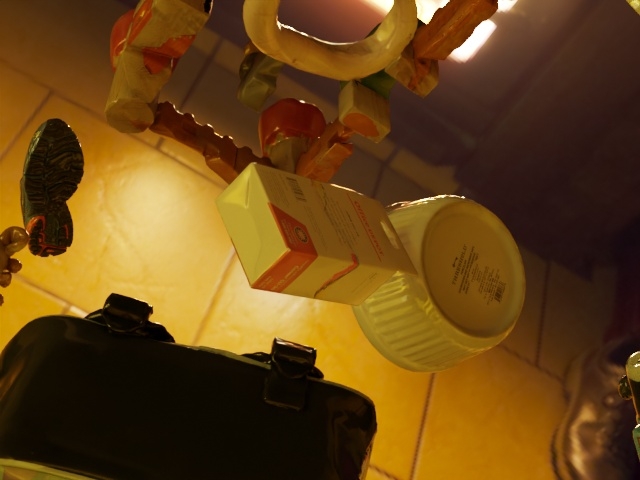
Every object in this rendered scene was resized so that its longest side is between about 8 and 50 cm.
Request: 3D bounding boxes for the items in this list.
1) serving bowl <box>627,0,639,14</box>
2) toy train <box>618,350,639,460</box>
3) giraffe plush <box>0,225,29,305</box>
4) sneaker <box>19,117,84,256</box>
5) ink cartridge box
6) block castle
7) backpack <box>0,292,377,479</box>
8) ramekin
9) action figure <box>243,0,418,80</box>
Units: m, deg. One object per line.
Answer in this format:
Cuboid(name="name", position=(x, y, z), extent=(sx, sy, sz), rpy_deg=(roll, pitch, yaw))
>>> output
Cuboid(name="serving bowl", position=(0.280, -0.191, 0.901), extent=(0.083, 0.027, 0.083), rpy_deg=(33, 28, -21))
Cuboid(name="toy train", position=(0.234, 0.136, 0.644), extent=(0.080, 0.105, 0.184), rpy_deg=(-27, 104, -41))
Cuboid(name="giraffe plush", position=(-0.441, 0.019, 1.264), extent=(0.170, 0.181, 0.210), rpy_deg=(25, 15, 16))
Cuboid(name="sneaker", position=(-0.381, -0.079, 1.518), extent=(0.083, 0.221, 0.087), rpy_deg=(-8, 46, -31))
Cuboid(name="ink cartridge box", position=(0.000, 0.000, 1.136), extent=(0.198, 0.067, 0.115), rpy_deg=(13, 43, -44))
Cuboid(name="block castle", position=(-0.016, -0.264, 1.194), extent=(0.303, 0.453, 0.212), rpy_deg=(28, 39, -23))
Cuboid(name="backpack", position=(-0.094, 0.181, 0.628), extent=(0.225, 0.253, 0.191), rpy_deg=(14, 53, -6))
Cuboid(name="ramekin", position=(0.143, 0.044, 1.288), extent=(0.207, 0.109, 0.207), rpy_deg=(13, 68, -34))
Cuboid(name="action figure", position=(0.088, -0.240, 0.398), extent=(0.248, 0.370, 0.275), rpy_deg=(-1, 82, -60))
